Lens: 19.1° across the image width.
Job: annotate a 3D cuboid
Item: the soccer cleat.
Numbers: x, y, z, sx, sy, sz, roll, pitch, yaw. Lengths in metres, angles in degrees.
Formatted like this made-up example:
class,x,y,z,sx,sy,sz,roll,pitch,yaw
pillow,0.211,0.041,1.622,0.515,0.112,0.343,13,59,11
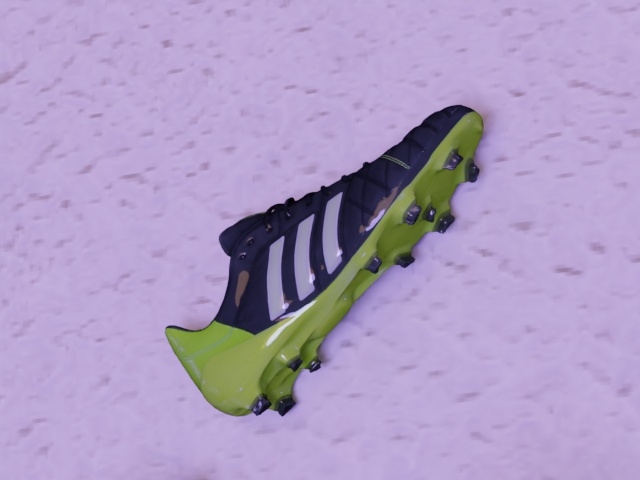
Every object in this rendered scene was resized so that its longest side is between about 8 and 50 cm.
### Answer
class,x,y,z,sx,sy,sz,roll,pitch,yaw
soccer cleat,0.000,0.000,0.855,0.072,0.060,0.179,43,97,21
